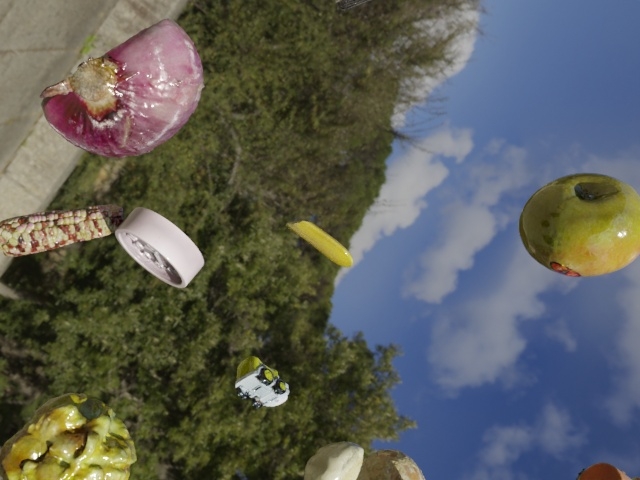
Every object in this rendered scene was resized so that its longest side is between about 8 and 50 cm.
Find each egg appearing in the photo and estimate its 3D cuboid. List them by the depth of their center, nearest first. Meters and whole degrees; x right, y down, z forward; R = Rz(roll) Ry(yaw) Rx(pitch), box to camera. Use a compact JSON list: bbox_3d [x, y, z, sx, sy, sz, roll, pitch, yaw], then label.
[{"bbox_3d":[0.201,0.709,1.775,0.203,0.245,0.203,-11,-163,3],"label":"egg"}]

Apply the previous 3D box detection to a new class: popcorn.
[{"bbox_3d":[-0.567,0.499,1.444,0.282,0.282,0.247,-57,171,-13],"label":"popcorn"}]

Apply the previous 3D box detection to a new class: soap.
[{"bbox_3d":[0.000,0.000,1.309,0.033,0.168,0.089,-49,169,-20],"label":"soap"}]

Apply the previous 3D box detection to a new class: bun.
[{"bbox_3d":[0.020,0.522,1.415,0.183,0.102,0.183,-45,153,-31],"label":"bun"}]

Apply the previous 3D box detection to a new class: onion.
[{"bbox_3d":[-0.306,-0.244,1.097,0.267,0.159,0.348,-29,-168,9],"label":"onion"}]

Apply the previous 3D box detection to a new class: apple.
[{"bbox_3d":[0.567,-0.038,1.360,0.261,0.194,0.260,-8,-144,6],"label":"apple"}]

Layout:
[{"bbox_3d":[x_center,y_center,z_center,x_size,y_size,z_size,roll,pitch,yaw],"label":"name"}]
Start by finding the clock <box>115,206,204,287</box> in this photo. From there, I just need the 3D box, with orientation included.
[{"bbox_3d":[-0.356,0.018,1.387,0.068,0.197,0.197,-53,-168,-25],"label":"clock"}]

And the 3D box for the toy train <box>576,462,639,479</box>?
[{"bbox_3d":[0.539,0.506,1.119,0.116,0.285,0.177,12,-111,57],"label":"toy train"}]

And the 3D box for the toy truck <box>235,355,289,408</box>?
[{"bbox_3d":[-0.111,0.272,1.213,0.076,0.111,0.077,-33,-144,19],"label":"toy truck"}]

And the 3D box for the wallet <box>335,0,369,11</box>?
[{"bbox_3d":[0.061,-0.444,1.099,0.082,0.018,0.156,-19,-144,10],"label":"wallet"}]

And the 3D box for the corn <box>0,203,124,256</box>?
[{"bbox_3d":[-0.589,-0.026,1.421,0.281,0.092,0.092,-11,-179,-19],"label":"corn"}]
